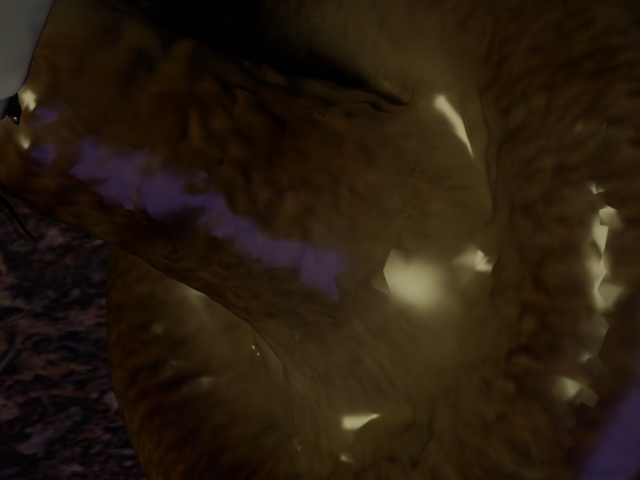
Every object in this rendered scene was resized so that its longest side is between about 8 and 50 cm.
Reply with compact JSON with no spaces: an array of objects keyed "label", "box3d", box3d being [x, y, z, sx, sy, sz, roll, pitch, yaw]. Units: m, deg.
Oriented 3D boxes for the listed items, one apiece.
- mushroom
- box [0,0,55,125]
[{"label":"mushroom","box3d":[0.020,-0.009,0.803,0.331,0.334,0.356,-29,153,17]},{"label":"box","box3d":[-0.116,-0.204,0.469,0.106,0.299,0.200,3,140,-27]}]
